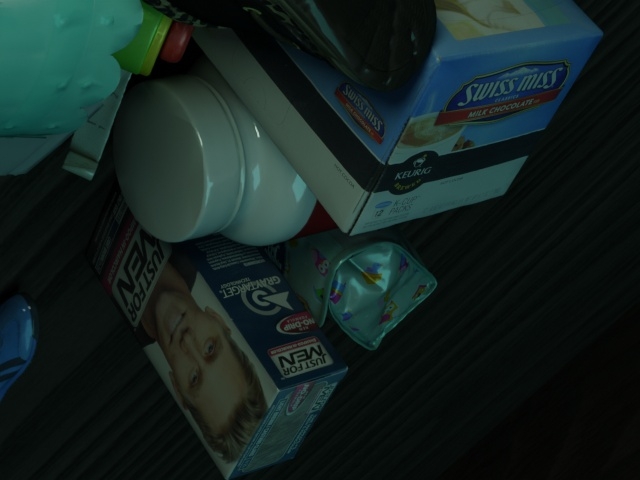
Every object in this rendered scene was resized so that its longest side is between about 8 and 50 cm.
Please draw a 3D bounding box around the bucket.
[{"bbox_3d":[-0.292,-0.207,1.219,0.183,0.281,0.281,-9,143,-47],"label":"bucket"}]

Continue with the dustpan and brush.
[{"bbox_3d":[-0.330,-0.119,1.493,0.147,0.060,0.211,-36,164,31],"label":"dustpan and brush"}]

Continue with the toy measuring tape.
[{"bbox_3d":[-0.200,-0.172,1.540,0.121,0.121,0.330,-9,138,-44],"label":"toy measuring tape"}]

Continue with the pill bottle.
[{"bbox_3d":[-0.014,-0.121,1.745,0.407,0.229,0.229,-15,147,-37],"label":"pill bottle"}]

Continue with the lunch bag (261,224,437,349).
[{"bbox_3d":[0.000,0.000,1.970,0.160,0.223,0.262,-46,153,5],"label":"lunch bag"}]

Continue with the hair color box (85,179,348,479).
[{"bbox_3d":[-0.129,0.081,1.802,0.105,0.347,0.174,-14,146,-39],"label":"hair color box"}]

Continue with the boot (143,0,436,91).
[{"bbox_3d":[-0.094,-0.282,1.287,0.138,0.284,0.377,-56,131,-11],"label":"boot"}]

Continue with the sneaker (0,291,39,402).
[{"bbox_3d":[-0.409,0.146,1.884,0.082,0.069,0.209,0,137,-46],"label":"sneaker"}]

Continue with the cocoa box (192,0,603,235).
[{"bbox_3d":[0.053,-0.219,1.529,0.231,0.347,0.228,-14,145,-39],"label":"cocoa box"}]
